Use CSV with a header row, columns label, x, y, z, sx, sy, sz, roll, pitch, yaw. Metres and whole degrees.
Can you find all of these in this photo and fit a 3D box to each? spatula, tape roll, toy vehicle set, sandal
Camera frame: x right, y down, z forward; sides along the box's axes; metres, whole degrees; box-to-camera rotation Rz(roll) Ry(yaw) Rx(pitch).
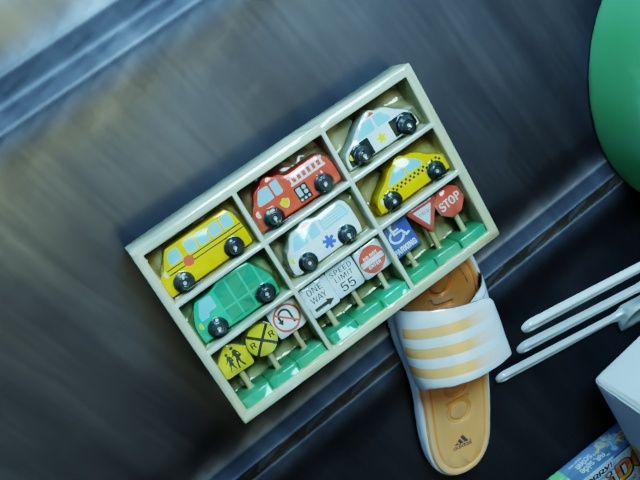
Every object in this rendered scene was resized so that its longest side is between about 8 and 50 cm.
label,x,y,z,sx,sy,sz,roll,pitch,yaw
spatula,0.281,0.065,0.916,0.242,0.019,0.168,-25,155,-17
tape roll,0.405,-0.181,0.899,0.321,0.077,0.321,-9,111,-24
toy vehicle set,0.000,0.000,0.757,0.267,0.035,0.166,-36,107,-12
sandal,0.132,0.117,0.865,0.102,0.076,0.265,-24,117,-18

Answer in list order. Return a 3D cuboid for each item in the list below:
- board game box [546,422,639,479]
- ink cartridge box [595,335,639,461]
label,x,y,z,sx,sy,sz,roll,pitch,yaw
board game box,0.355,0.259,1.056,0.201,0.035,0.136,-35,120,-13
ink cartridge box,0.451,0.198,0.946,0.198,0.197,0.270,-41,122,-9
